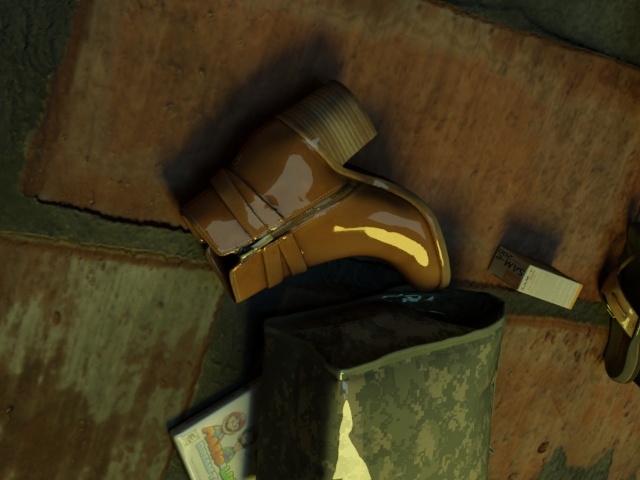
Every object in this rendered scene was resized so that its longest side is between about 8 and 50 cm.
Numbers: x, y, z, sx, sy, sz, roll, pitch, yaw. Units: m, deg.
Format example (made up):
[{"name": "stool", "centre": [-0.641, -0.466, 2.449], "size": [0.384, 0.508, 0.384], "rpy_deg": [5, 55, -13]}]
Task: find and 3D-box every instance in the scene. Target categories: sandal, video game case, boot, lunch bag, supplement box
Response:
[{"name": "sandal", "centre": [0.383, 0.083, 1.797], "size": [0.060, 0.090, 0.219], "rpy_deg": [2, 119, -10]}, {"name": "video game case", "centre": [-0.084, 0.239, 1.592], "size": [0.143, 0.019, 0.157], "rpy_deg": [-30, 124, -19]}, {"name": "boot", "centre": [0.000, 0.000, 1.479], "size": [0.220, 0.109, 0.283], "rpy_deg": [-41, 125, -12]}, {"name": "lunch bag", "centre": [0.081, 0.188, 1.576], "size": [0.287, 0.169, 0.235], "rpy_deg": [-11, 115, -35]}, {"name": "supplement box", "centre": [0.259, 0.045, 1.698], "size": [0.098, 0.062, 0.036], "rpy_deg": [19, 101, -38]}]

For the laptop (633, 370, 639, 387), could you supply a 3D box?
[{"name": "laptop", "centre": [0.553, 0.108, 1.948], "size": [0.234, 0.136, 0.264], "rpy_deg": [40, 61, -39]}]
